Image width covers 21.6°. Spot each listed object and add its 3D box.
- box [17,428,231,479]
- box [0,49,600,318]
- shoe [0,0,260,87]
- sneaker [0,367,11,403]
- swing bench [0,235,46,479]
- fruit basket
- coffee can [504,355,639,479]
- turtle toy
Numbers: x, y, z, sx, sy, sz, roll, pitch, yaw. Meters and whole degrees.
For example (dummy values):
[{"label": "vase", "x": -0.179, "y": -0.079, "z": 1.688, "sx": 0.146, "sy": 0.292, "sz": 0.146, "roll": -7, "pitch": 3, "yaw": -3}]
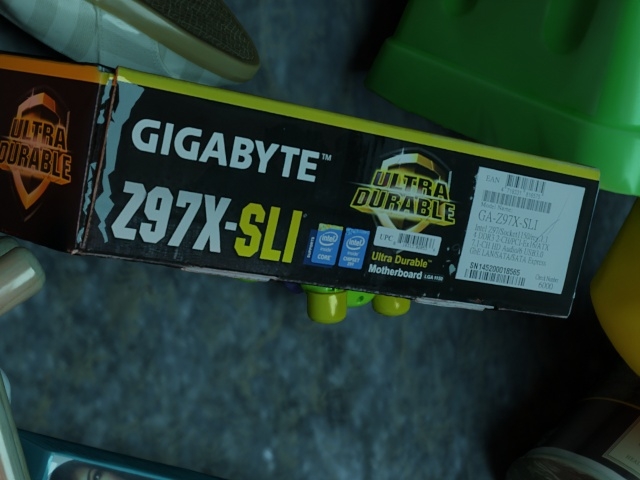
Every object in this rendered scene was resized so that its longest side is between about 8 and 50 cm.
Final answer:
[{"label": "box", "x": -0.084, "y": 0.188, "z": 0.995, "sx": 0.244, "sy": 0.060, "sz": 0.100, "roll": 19, "pitch": 86, "yaw": -36}, {"label": "box", "x": -0.073, "y": -0.036, "z": 0.805, "sx": 0.257, "sy": 0.322, "sz": 0.079, "roll": 7, "pitch": 95, "yaw": -36}, {"label": "shoe", "x": -0.126, "y": -0.134, "z": 0.919, "sx": 0.219, "sy": 0.076, "sz": 0.058, "roll": 25, "pitch": 128, "yaw": -38}, {"label": "sneaker", "x": -0.219, "y": 0.161, "z": 0.896, "sx": 0.094, "sy": 0.080, "sz": 0.212, "roll": 37, "pitch": 83, "yaw": -46}, {"label": "swing bench", "x": -0.226, "y": 0.108, "z": 0.706, "sx": 0.254, "sy": 0.253, "sz": 0.165, "roll": -16, "pitch": 96, "yaw": -11}, {"label": "fruit basket", "x": 0.238, "y": -0.046, "z": 1.038, "sx": 0.392, "sy": 0.283, "sz": 0.392, "roll": -14, "pitch": 116, "yaw": -30}, {"label": "coffee can", "x": 0.292, "y": 0.136, "z": 1.169, "sx": 0.275, "sy": 0.201, "sz": 0.201, "roll": -41, "pitch": 119, "yaw": -23}, {"label": "turtle toy", "x": 0.000, "y": 0.000, "z": 1.020, "sx": 0.130, "sy": 0.066, "sz": 0.095, "roll": -5, "pitch": 101, "yaw": -34}]
